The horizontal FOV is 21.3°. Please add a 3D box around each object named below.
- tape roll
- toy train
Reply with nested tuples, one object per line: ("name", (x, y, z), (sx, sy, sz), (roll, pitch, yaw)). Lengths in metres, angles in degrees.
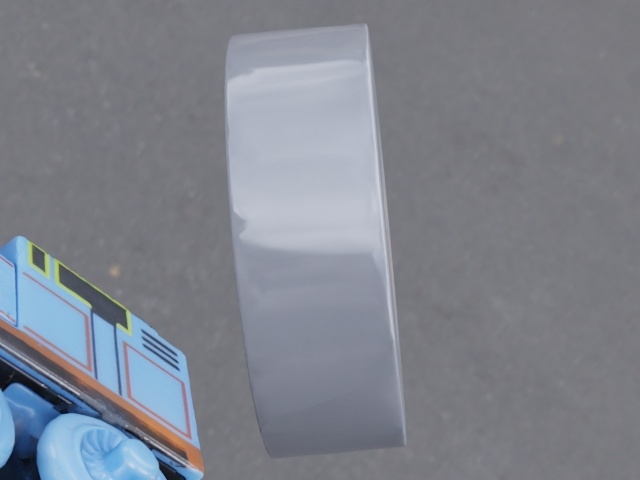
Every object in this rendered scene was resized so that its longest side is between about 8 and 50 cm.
("tape roll", (0.000, 0.000, 0.875), (0.072, 0.219, 0.219), (-6, 50, 3))
("toy train", (-0.107, 0.033, 0.405), (0.184, 0.080, 0.105), (37, 19, -30))
